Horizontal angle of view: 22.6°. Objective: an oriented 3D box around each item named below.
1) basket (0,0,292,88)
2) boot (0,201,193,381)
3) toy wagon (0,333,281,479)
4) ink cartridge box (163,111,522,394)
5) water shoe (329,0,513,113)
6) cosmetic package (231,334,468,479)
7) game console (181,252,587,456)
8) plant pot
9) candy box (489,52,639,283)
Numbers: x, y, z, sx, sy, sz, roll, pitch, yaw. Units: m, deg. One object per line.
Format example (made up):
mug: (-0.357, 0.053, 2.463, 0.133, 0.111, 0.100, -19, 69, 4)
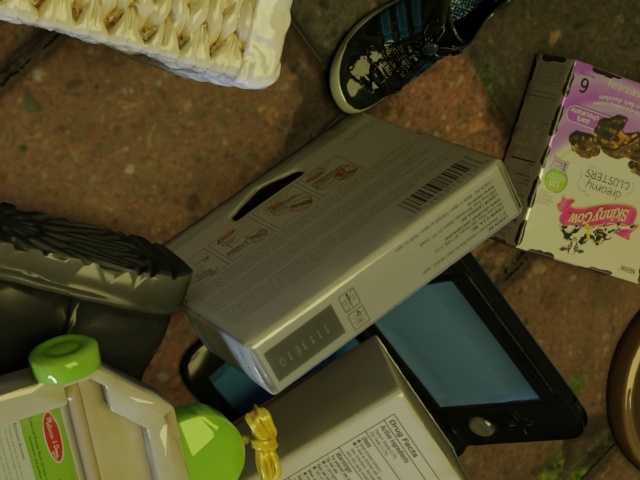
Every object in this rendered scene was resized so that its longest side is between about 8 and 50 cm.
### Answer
basket: (-0.168, -0.310, 1.204, 0.266, 0.328, 0.331, 12, 96, -27)
boot: (-0.342, 0.184, 1.343, 0.367, 0.146, 0.445, 16, 103, -17)
toy wagon: (-0.199, 0.207, 1.288, 0.344, 0.068, 0.267, -17, 113, -19)
ink cartridge box: (0.000, 0.000, 1.410, 0.275, 0.239, 0.060, -36, 118, -16)
water shoe: (0.093, -0.195, 1.504, 0.203, 0.080, 0.073, -43, 116, -13)
cosmetic package: (-0.032, 0.242, 1.463, 0.309, 0.113, 0.160, -31, 116, 3)
game console: (0.065, 0.148, 1.522, 0.293, 0.250, 0.173, 51, 50, -27)
plant pot: (0.438, 0.165, 1.749, 0.237, 0.110, 0.237, -6, 103, -25)
candy box: (0.272, -0.071, 1.630, 0.165, 0.070, 0.196, 15, 93, -29)
